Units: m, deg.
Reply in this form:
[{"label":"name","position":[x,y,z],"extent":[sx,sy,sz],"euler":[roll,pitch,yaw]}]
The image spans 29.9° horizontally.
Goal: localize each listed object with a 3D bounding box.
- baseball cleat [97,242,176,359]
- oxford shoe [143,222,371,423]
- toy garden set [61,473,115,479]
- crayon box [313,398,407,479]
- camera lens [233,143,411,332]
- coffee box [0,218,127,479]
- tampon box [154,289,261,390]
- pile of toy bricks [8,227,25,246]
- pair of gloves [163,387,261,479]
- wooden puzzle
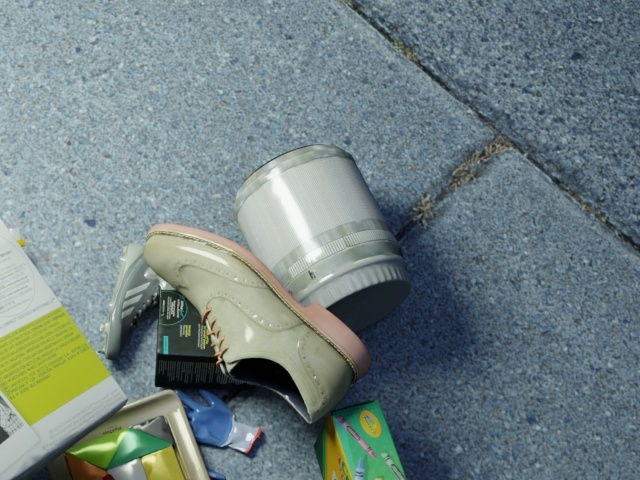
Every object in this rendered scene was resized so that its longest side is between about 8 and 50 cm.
[{"label":"baseball cleat","position":[-0.287,0.098,1.912],"extent":[0.109,0.072,0.206],"euler":[12,64,-8]},{"label":"oxford shoe","position":[-0.122,0.115,1.768],"extent":[0.397,0.140,0.146],"euler":[32,60,16]},{"label":"toy garden set","position":[-0.319,0.435,1.667],"extent":[0.203,0.049,0.244],"euler":[-19,44,-14]},{"label":"crayon box","position":[0.078,0.395,1.766],"extent":[0.081,0.165,0.278],"euler":[-12,65,-16]},{"label":"camera lens","position":[0.000,0.000,1.930],"extent":[0.219,0.219,0.274],"euler":[-19,67,-19]},{"label":"coffee box","position":[-0.531,0.211,1.552],"extent":[0.334,0.337,0.338],"euler":[54,35,2]},{"label":"tampon box","position":[-0.175,0.157,1.875],"extent":[0.161,0.101,0.120],"euler":[4,52,-8]},{"label":"pile of toy bricks","position":[-0.578,0.043,1.885],"extent":[0.212,0.118,0.105],"euler":[-6,91,-31]},{"label":"pair of gloves","position":[-0.191,0.325,1.837],"extent":[0.159,0.023,0.198],"euler":[25,60,4]},{"label":"wooden puzzle","position":[-0.279,0.361,1.776],"extent":[0.221,0.044,0.239],"euler":[-19,68,-11]}]
